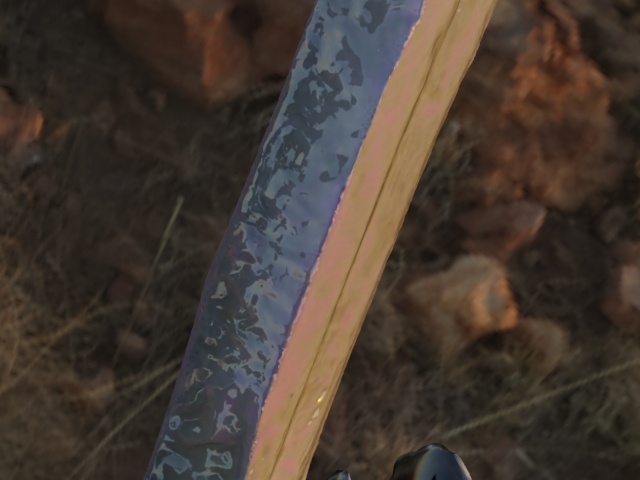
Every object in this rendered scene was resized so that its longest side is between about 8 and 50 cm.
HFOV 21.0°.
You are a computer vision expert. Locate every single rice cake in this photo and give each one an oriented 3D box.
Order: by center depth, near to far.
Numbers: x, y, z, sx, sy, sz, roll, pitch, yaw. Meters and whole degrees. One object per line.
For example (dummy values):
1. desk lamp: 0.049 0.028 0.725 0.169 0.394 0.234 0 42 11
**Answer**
1. rice cake: -0.001 0.001 0.706 0.050 0.298 0.106 26 15 17

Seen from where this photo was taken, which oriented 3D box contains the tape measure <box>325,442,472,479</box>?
1. tape measure: 0.036 0.219 0.511 0.231 0.133 0.271 52 33 -6
